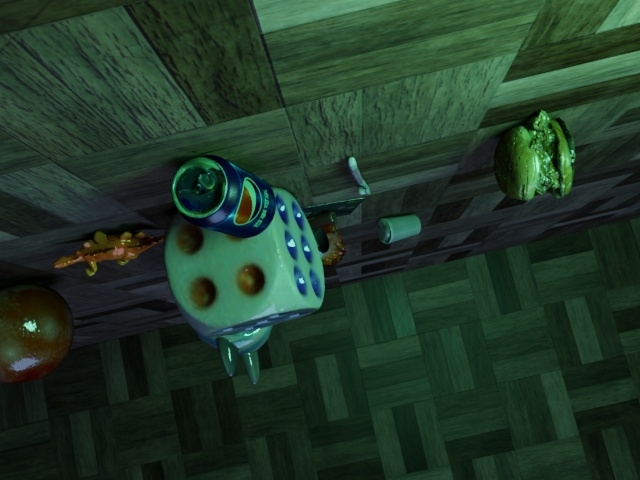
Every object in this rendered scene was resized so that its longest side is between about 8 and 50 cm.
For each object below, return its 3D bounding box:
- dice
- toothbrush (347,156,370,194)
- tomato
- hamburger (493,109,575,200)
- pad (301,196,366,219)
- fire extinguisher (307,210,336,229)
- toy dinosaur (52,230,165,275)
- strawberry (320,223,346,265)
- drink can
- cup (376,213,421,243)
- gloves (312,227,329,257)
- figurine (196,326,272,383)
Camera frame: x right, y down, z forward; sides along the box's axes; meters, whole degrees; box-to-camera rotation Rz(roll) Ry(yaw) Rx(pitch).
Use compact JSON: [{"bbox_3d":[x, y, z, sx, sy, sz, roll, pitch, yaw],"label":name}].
[{"bbox_3d":[-0.151,0.049,1.375,0.251,0.259,0.243,-16,171,16],"label":"dice"},{"bbox_3d":[0.077,-0.127,1.372,0.025,0.020,0.286,-8,171,8],"label":"toothbrush"},{"bbox_3d":[-0.756,0.237,1.687,0.264,0.265,0.265,-13,170,-2],"label":"tomato"},{"bbox_3d":[0.404,-0.160,1.269,0.131,0.159,0.185,-3,126,-1],"label":"hamburger"},{"bbox_3d":[-0.023,-0.064,1.642,0.245,0.006,0.170,-10,169,-14],"label":"pad"},{"bbox_3d":[-0.036,-0.038,1.683,0.173,0.035,0.049,-18,-152,28],"label":"fire extinguisher"},{"bbox_3d":[-0.409,0.010,1.393,0.288,0.070,0.117,-15,171,-17],"label":"toy dinosaur"},{"bbox_3d":[0.000,0.000,1.812,0.146,0.082,0.187,18,150,-20],"label":"strawberry"},{"bbox_3d":[-0.157,-0.070,1.110,0.118,0.118,0.205,-16,170,16],"label":"drink can"},{"bbox_3d":[0.218,-0.039,1.942,0.116,0.074,0.104,-13,-165,-27],"label":"cup"},{"bbox_3d":[-0.071,0.027,1.759,0.097,0.119,0.229,-15,173,-38],"label":"gloves"},{"bbox_3d":[-0.197,0.217,1.926,0.361,0.378,0.266,-10,170,-10],"label":"figurine"}]
